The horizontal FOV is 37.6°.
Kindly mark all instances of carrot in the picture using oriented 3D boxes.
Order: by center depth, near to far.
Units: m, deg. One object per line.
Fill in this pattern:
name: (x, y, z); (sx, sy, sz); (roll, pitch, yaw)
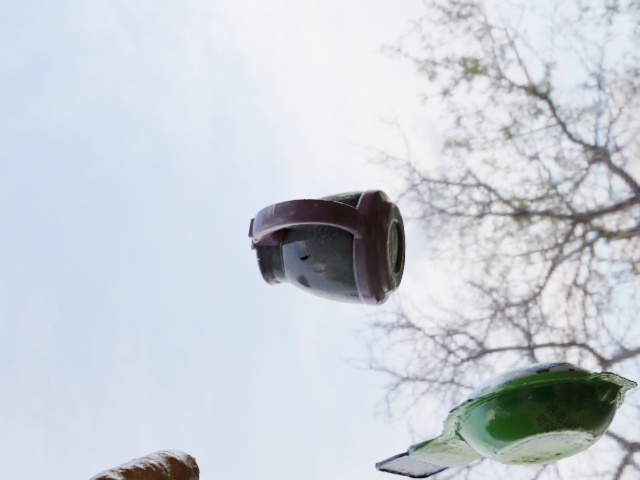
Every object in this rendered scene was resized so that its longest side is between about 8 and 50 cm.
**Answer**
carrot: (-0.210, 0.272, 1.043); (0.205, 0.072, 0.072); (24, -122, -68)

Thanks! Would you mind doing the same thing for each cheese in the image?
cheese: (0.203, 0.212, 1.063); (0.204, 0.320, 0.083); (23, -132, -40)

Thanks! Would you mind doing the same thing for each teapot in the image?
teapot: (0.001, 0.010, 0.927); (0.148, 0.146, 0.116); (-25, -67, -70)
